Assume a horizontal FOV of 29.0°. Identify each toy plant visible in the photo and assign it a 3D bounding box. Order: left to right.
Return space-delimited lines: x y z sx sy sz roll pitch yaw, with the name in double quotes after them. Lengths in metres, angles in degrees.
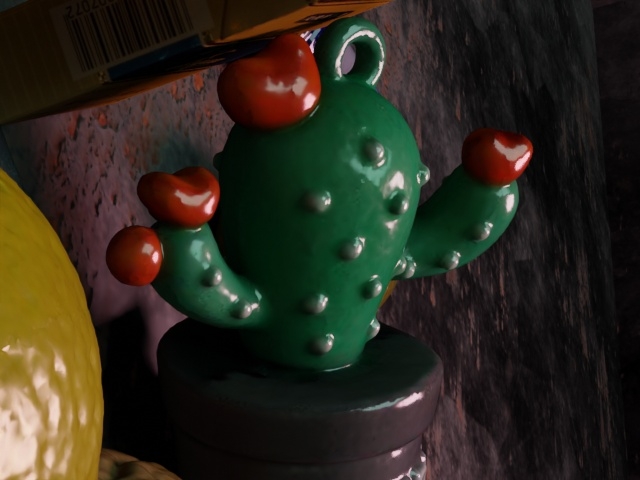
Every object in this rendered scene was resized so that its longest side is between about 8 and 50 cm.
-0.001 0.057 0.800 0.185 0.279 0.400 -130 -140 -70 "toy plant"

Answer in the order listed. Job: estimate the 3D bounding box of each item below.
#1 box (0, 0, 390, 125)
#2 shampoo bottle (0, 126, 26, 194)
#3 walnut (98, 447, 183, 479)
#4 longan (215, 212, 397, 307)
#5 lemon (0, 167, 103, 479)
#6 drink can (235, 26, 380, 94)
-0.081 -0.141 0.758 0.152 0.237 0.070 -29 103 -67 "box"
-0.191 -0.027 0.678 0.063 0.057 0.208 -43 119 -64 "shampoo bottle"
-0.109 0.195 0.603 0.213 0.213 0.213 -12 90 -68 "walnut"
0.000 0.000 0.976 0.145 0.176 0.155 57 5 7 "longan"
-0.189 0.056 0.416 0.253 0.228 0.228 -49 125 -44 "lemon"
0.005 -0.129 1.148 0.235 0.097 0.097 53 33 -46 "drink can"
